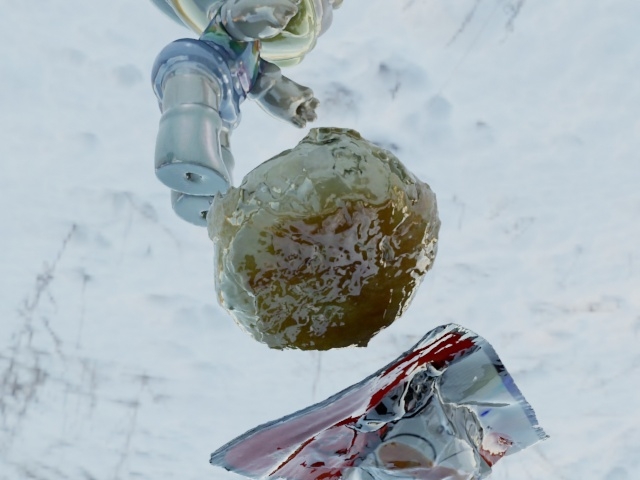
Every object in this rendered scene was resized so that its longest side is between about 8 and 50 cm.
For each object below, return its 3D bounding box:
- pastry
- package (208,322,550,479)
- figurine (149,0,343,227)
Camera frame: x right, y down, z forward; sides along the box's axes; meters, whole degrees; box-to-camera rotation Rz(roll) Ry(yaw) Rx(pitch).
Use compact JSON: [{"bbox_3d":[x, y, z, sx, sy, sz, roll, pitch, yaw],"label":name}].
[{"bbox_3d":[0.002,0.004,0.678,0.153,0.081,0.153,-5,117,-10],"label":"pastry"},{"bbox_3d":[0.064,0.138,0.784,0.194,0.071,0.269,-41,138,13],"label":"package"},{"bbox_3d":[-0.086,-0.204,0.906,0.205,0.382,0.225,2,135,13],"label":"figurine"}]
